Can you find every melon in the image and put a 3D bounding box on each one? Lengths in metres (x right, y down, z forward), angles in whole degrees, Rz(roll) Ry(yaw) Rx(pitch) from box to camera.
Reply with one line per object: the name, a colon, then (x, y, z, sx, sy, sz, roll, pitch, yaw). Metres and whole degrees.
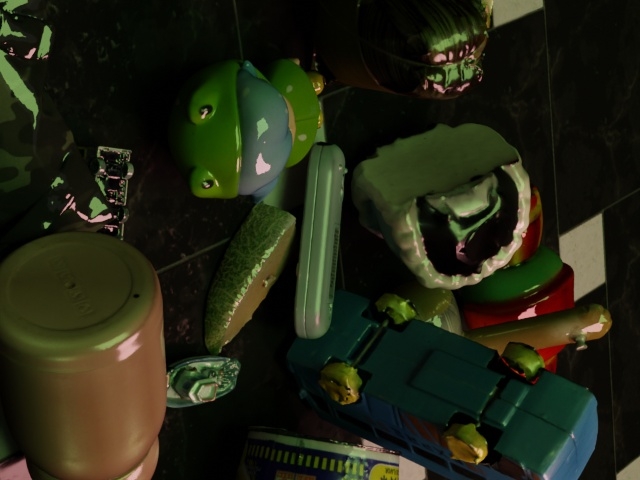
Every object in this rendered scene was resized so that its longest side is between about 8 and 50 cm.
melon: (-0.089, 0.049, 1.803, 0.182, 0.054, 0.098, -53, 148, -24)

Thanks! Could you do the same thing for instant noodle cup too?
instant noodle cup: (-0.017, 0.393, 1.812, 0.284, 0.284, 0.312, 19, 77, -48)

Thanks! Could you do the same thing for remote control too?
remote control: (0.000, 0.000, 1.843, 0.087, 0.047, 0.244, 11, 84, -77)

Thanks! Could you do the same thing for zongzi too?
zongzi: (0.086, -0.327, 1.724, 0.154, 0.289, 0.317, -12, 104, -24)

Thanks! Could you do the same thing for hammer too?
hammer: (0.238, 0.135, 2.005, 0.113, 0.305, 0.202, -82, 159, -57)

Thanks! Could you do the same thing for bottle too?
bottle: (-0.231, 0.139, 1.532, 0.206, 0.173, 0.297, -53, 154, -41)

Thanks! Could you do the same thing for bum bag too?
bum bag: (-0.308, -0.125, 1.468, 0.144, 0.095, 0.340, -20, 116, -13)

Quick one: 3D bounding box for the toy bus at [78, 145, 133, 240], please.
toy bus: (-0.239, -0.049, 1.594, 0.052, 0.058, 0.102, 5, 91, -47)

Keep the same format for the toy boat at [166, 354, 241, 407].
toy boat: (-0.143, 0.167, 1.747, 0.140, 0.066, 0.059, -4, 106, -46)

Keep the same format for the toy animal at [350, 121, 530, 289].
toy animal: (0.151, -0.044, 1.927, 0.208, 0.204, 0.156, -21, 131, -23)

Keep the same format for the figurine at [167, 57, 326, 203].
figurine: (-0.077, -0.132, 1.704, 0.263, 0.143, 0.162, -32, 131, -59)

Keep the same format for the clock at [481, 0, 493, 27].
clock: (0.178, -0.406, 1.897, 0.293, 0.071, 0.277, 35, 60, -75)

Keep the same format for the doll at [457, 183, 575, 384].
doll: (0.280, 0.091, 2.122, 0.182, 0.160, 0.363, -36, 125, -46)

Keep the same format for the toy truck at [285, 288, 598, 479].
toy truck: (0.144, 0.197, 1.843, 0.161, 0.385, 0.162, -52, 147, -27)
